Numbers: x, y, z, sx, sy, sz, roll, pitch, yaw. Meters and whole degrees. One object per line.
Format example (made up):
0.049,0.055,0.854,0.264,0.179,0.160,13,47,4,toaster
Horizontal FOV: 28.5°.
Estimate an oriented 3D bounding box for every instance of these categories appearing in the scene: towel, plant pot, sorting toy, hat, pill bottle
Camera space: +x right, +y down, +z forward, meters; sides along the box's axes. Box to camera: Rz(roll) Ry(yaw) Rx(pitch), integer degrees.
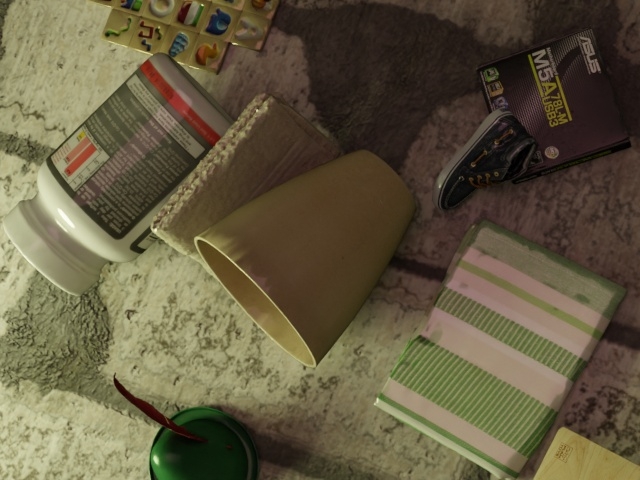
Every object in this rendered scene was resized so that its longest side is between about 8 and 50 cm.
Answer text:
-0.111,-0.079,1.908,0.282,0.187,0.049,-48,41,3,towel
0.000,0.000,1.847,0.274,0.256,0.256,-43,70,-13,plant pot
0.371,0.416,1.660,0.255,0.089,0.257,24,85,56,sorting toy
-0.215,0.321,1.854,0.208,0.183,0.173,22,86,19,hat
-0.304,-0.098,1.953,0.363,0.210,0.210,-43,71,3,pill bottle
0.256,0.156,1.833,0.248,0.038,0.325,29,86,18,towel

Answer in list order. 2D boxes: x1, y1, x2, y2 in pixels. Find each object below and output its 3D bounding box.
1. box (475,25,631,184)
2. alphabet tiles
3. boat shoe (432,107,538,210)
0.345,-0.200,1.874,0.184,0.045,0.191,-18,75,15,box
-0.219,-0.436,2.105,0.342,0.011,0.285,19,84,19,alphabet tiles
0.238,-0.100,1.843,0.183,0.065,0.083,-55,52,24,boat shoe
